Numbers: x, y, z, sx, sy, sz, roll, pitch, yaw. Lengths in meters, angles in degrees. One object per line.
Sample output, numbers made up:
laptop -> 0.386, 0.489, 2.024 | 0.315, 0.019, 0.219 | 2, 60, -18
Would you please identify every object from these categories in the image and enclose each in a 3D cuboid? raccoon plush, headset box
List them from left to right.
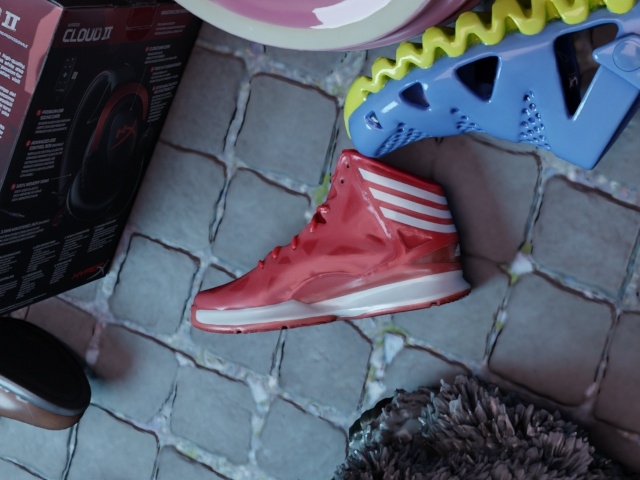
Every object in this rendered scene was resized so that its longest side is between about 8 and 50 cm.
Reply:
headset box -> -0.213, -0.099, 1.112 | 0.110, 0.218, 0.293 | 29, 111, 16
raccoon plush -> 0.115, 0.209, 0.968 | 0.447, 0.299, 0.216 | -18, 91, 26

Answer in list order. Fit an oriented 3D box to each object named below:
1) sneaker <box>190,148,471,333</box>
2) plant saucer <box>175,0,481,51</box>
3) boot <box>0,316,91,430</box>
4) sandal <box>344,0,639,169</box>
sneaker -> 0.000, 0.000, 1.118 | 0.221, 0.087, 0.128 | -9, 87, 14
plant saucer -> -0.023, -0.248, 0.975 | 0.332, 0.084, 0.332 | 14, 140, 12
boot -> -0.336, 0.200, 1.296 | 0.264, 0.096, 0.280 | 17, 110, 14
sandal -> 0.162, -0.108, 0.993 | 0.317, 0.126, 0.138 | -18, 95, 28
